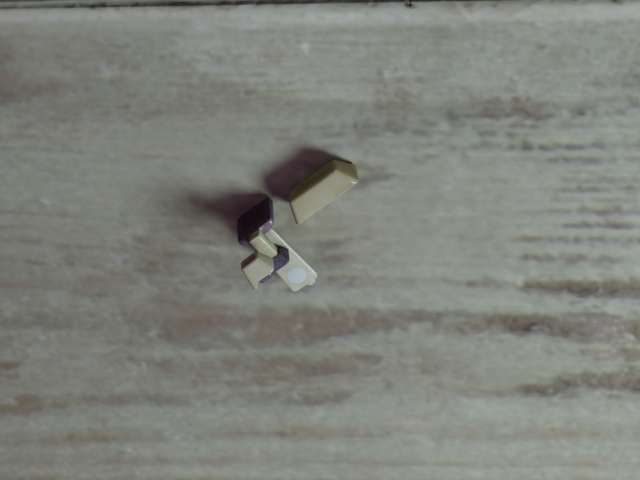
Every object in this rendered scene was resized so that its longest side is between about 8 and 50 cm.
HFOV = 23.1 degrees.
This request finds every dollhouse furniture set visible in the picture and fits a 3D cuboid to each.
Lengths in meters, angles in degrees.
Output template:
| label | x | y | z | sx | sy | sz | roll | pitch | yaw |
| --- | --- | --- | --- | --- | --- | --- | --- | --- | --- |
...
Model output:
| label | x | y | z | sx | sy | sz | roll | pitch | yaw |
| --- | --- | --- | --- | --- | --- | --- | --- | --- | --- |
| dollhouse furniture set | 0.000 | 0.000 | 1.307 | 0.114 | 0.091 | 0.081 | -35 | 117 | 15 |
